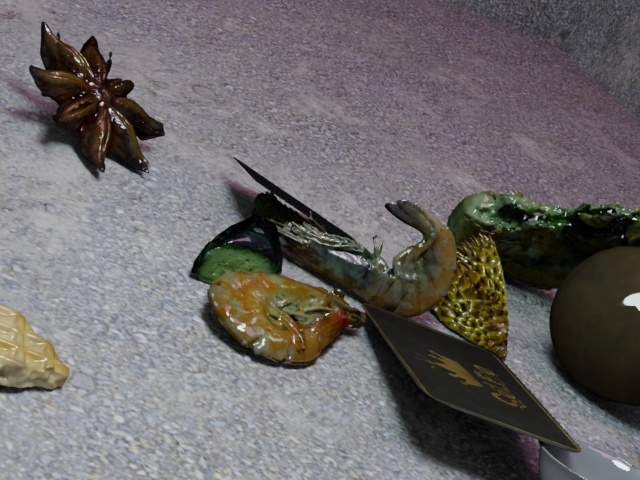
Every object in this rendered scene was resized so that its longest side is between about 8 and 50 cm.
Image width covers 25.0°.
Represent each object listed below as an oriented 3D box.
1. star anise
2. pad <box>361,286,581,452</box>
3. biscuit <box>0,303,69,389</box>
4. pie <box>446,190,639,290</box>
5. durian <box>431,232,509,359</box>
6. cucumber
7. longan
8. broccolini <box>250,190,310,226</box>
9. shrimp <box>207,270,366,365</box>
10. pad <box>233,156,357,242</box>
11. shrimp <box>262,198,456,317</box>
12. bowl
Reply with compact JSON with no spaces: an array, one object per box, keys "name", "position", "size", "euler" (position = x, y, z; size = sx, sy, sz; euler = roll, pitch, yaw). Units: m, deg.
[{"name":"star anise","position":[-0.351,-0.195,2.137],"size":[0.272,0.102,0.272],"euler":[39,33,-31]},{"name":"pad","position":[0.237,0.169,1.975],"size":[0.314,0.063,0.375],"euler":[23,11,-19]},{"name":"biscuit","position":[-0.419,0.088,1.486],"size":[0.309,0.040,0.204],"euler":[2,34,-50]},{"name":"pie","position":[0.396,0.005,2.413],"size":[0.371,0.078,0.296],"euler":[3,-23,22]},{"name":"durian","position":[0.237,0.084,2.282],"size":[0.139,0.144,0.252],"euler":[62,0,-25]},{"name":"cucumber","position":[-0.099,0.014,2.013],"size":[0.115,0.086,0.193],"euler":[27,15,0]},{"name":"longan","position":[0.484,0.136,2.249],"size":[0.258,0.258,0.258],"euler":[25,22,-11]},{"name":"broccolini","position":[0.000,0.000,2.207],"size":[0.239,0.054,0.051],"euler":[32,7,-1]},{"name":"shrimp","position":[-0.032,0.104,1.926],"size":[0.294,0.062,0.154],"euler":[1,48,-47]},{"name":"pad","position":[-0.023,-0.047,2.222],"size":[0.243,0.004,0.163],"euler":[34,4,-21]},{"name":"shrimp","position":[0.063,-0.002,2.120],"size":[0.296,0.169,0.058],"euler":[28,8,-5]},{"name":"bowl","position":[0.346,0.327,1.843],"size":[0.189,0.086,0.189],"euler":[24,10,-4]}]
